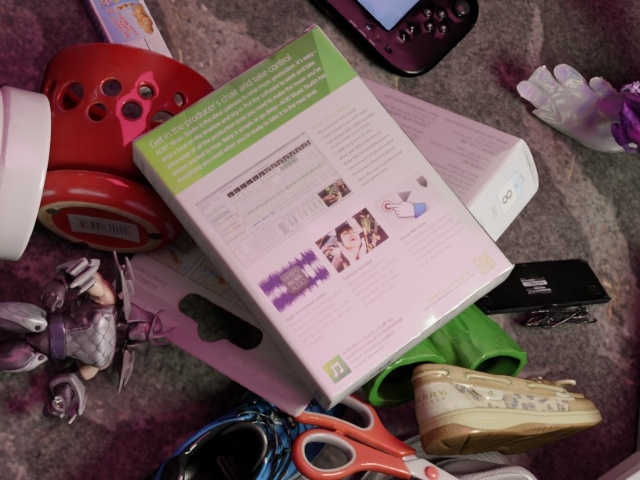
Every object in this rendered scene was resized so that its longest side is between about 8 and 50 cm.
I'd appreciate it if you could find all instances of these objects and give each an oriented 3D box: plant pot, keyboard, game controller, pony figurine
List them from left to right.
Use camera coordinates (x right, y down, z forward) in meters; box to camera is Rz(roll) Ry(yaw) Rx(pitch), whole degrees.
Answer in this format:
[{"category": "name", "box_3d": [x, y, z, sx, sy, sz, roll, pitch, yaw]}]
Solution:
[{"category": "plant pot", "box_3d": [-0.214, -0.091, 1.576, 0.191, 0.191, 0.174, 18, 65, -17]}, {"category": "game controller", "box_3d": [0.050, -0.349, 1.875, 0.319, 0.067, 0.166, 44, 58, -1]}, {"category": "keyboard", "box_3d": [0.261, 0.073, 1.823, 0.192, 0.038, 0.100, -4, 48, -25]}, {"category": "pony figurine", "box_3d": [0.469, -0.155, 1.859, 0.351, 0.303, 0.363, 35, 24, -27]}]

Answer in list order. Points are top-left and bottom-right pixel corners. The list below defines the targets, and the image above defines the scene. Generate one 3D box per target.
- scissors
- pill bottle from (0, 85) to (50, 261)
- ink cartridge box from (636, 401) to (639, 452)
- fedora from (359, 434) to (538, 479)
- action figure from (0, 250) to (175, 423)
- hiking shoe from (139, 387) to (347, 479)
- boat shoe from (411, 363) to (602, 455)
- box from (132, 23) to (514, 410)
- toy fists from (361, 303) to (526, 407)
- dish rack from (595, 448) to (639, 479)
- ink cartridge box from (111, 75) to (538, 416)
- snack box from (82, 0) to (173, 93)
[{"category": "scissors", "box_3d": [0.100, 0.225, 1.543, 0.297, 0.021, 0.109, 17, 50, -15]}, {"category": "pill bottle", "box_3d": [-0.479, -0.093, 1.431, 0.408, 0.229, 0.229, 9, 66, -20]}, {"category": "ink cartridge box", "box_3d": [0.514, 0.193, 1.822, 0.226, 0.131, 0.306, 19, 62, -17]}, {"category": "fedora", "box_3d": [0.158, 0.321, 1.610, 0.275, 0.124, 0.243, -32, 85, -31]}, {"category": "action figure", "box_3d": [-0.287, 0.098, 1.493, 0.285, 0.099, 0.185, -2, 114, -13]}, {"category": "hiking shoe", "box_3d": [-0.062, 0.213, 1.548, 0.113, 0.132, 0.304, 50, 57, 1]}, {"category": "boat shoe", "box_3d": [0.205, 0.175, 1.606, 0.285, 0.105, 0.089, 8, 59, -50]}, {"category": "box", "box_3d": [0.000, -0.028, 1.467, 0.232, 0.058, 0.322, -34, 80, -17]}, {"category": "toy fists", "box_3d": [0.097, 0.110, 1.645, 0.279, 0.096, 0.142, 1, 39, -46]}, {"category": "dish rack", "box_3d": [0.430, 0.292, 1.638, 0.285, 0.333, 0.072, 42, 17, -31]}, {"category": "ink cartridge box", "box_3d": [0.000, 0.000, 1.608, 0.308, 0.091, 0.385, 27, 68, 36]}, {"category": "snack box", "box_3d": [-0.229, -0.255, 1.734, 0.064, 0.022, 0.178, -22, 79, -29]}]
